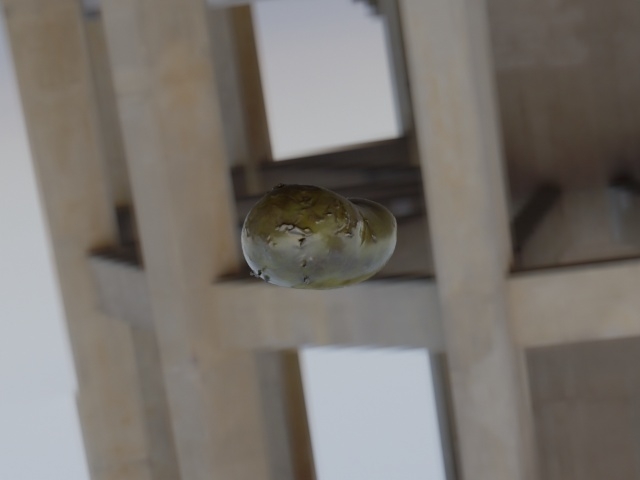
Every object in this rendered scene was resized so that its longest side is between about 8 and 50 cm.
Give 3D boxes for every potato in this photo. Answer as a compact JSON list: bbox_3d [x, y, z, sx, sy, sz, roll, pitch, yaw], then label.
[{"bbox_3d":[0.000,0.000,1.186,0.091,0.070,0.138,-2,174,32],"label":"potato"}]
